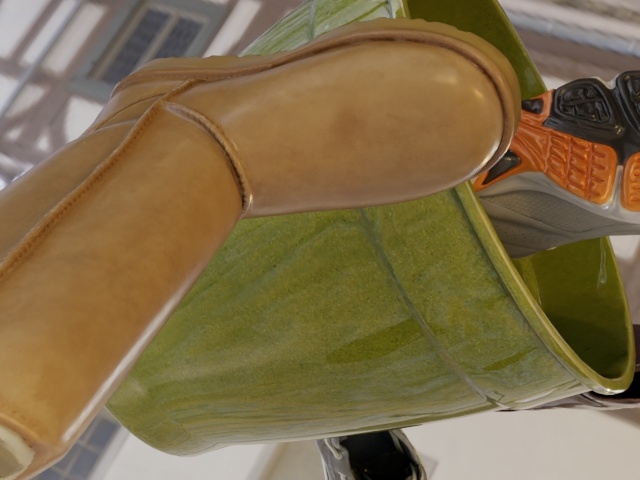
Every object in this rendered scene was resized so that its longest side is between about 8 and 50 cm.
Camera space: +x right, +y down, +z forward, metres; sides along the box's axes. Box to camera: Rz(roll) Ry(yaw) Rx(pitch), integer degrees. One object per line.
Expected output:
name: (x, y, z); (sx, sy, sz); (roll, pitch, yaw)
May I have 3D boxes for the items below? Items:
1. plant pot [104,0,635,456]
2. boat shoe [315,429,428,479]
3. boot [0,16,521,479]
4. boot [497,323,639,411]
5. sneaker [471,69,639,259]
plant pot: (0.000, 0.000, 0.919); (0.353, 0.366, 0.366); (-24, -48, 23)
boat shoe: (0.066, 0.274, 1.371); (0.319, 0.116, 0.099); (67, -6, -33)
boot: (-0.057, 0.004, 0.510); (0.236, 0.269, 0.089); (-4, -61, 28)
boot: (0.216, 0.109, 1.035); (0.248, 0.090, 0.207); (-5, -3, 6)
sneaker: (0.154, -0.036, 0.759); (0.262, 0.099, 0.121); (6, -27, 25)
